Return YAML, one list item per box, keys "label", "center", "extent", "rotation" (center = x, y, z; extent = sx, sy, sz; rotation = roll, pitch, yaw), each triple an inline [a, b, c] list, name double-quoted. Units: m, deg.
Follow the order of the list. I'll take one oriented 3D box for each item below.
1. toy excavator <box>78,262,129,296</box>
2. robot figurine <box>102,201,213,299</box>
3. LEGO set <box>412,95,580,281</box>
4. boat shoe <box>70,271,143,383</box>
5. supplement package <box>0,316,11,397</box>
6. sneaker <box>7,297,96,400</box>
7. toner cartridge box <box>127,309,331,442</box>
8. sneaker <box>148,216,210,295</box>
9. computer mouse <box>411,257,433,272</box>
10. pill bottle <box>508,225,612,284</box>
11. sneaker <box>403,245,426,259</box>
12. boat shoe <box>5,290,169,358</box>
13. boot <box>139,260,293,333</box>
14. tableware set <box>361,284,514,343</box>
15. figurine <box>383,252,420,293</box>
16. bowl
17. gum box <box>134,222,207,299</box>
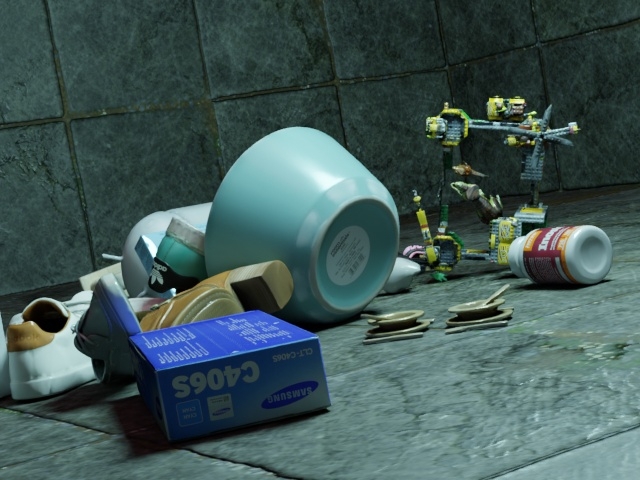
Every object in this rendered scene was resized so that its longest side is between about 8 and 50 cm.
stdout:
- label: "toy excavator"
  center: [-0.290, 0.036, 2.646]
  extent: [0.445, 0.222, 0.433]
  rotation: [-19, 4, -9]
- label: "robot figurine"
  center: [-0.203, 0.035, 2.251]
  extent: [0.354, 0.199, 0.300]
  rotation: [-11, 32, -36]
- label: "LEGO set"
  center: [0.277, -0.077, 2.102]
  extent: [0.255, 0.331, 0.192]
  rotation: [12, 10, 11]
- label: "boat shoe"
  center: [-0.267, 0.121, 1.579]
  extent: [0.081, 0.079, 0.227]
  rotation: [-23, -27, -15]
- label: "supplement package"
  center: [-0.552, 0.161, 1.689]
  extent: [0.244, 0.139, 0.134]
  rotation: [-9, 3, 31]
- label: "sneaker"
  center: [-0.336, 0.131, 1.734]
  extent: [0.106, 0.123, 0.290]
  rotation: [-11, 2, 13]
- label: "toner cartridge box"
  center: [-0.110, 0.138, 1.369]
  extent: [0.165, 0.075, 0.348]
  rotation: [-12, 4, -12]
- label: "sneaker"
  center: [-0.153, 0.071, 1.940]
  extent: [0.108, 0.121, 0.302]
  rotation: [27, -4, 42]
- label: "computer mouse"
  center: [0.104, 0.064, 2.342]
  extent: [0.242, 0.041, 0.071]
  rotation: [-5, -14, -15]
- label: "pill bottle"
  center: [0.348, 0.023, 1.859]
  extent: [0.086, 0.086, 0.152]
  rotation: [-12, 4, -31]
- label: "sneaker"
  center: [0.224, 0.027, 2.534]
  extent: [0.119, 0.047, 0.057]
  rotation: [-17, 9, 9]
- label: "boat shoe"
  center: [-0.346, 0.117, 1.916]
  extent: [0.277, 0.098, 0.096]
  rotation: [-10, 48, 2]
- label: "boot"
  center: [-0.184, 0.119, 1.698]
  extent: [0.220, 0.109, 0.283]
  rotation: [-20, 16, 31]
- label: "tableware set"
  center: [0.150, 0.094, 1.640]
  extent: [0.194, 0.039, 0.128]
  rotation: [-9, 4, 13]
- label: "figurine"
  center: [0.067, 0.056, 2.176]
  extent: [0.210, 0.092, 0.215]
  rotation: [-6, 4, -1]
- label: "bowl"
  center: [0.000, 0.000, 1.868]
  extent: [0.312, 0.311, 0.163]
  rotation: [-13, 24, -42]
- label: "gum box"
  center: [-0.193, 0.060, 2.063]
  extent: [0.157, 0.184, 0.041]
  rotation: [-12, -30, -36]
